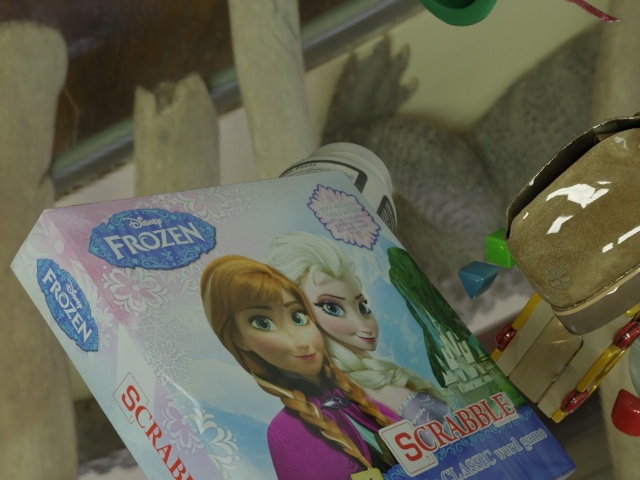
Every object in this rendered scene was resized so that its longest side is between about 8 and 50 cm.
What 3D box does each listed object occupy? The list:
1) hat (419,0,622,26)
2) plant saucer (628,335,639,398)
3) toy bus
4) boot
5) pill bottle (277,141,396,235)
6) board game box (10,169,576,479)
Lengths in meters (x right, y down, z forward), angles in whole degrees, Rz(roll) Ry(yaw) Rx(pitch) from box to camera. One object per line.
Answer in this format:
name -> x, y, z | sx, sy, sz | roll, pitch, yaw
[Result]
hat -> 0.202, -0.331, 1.336 | 0.184, 0.173, 0.208 | -24, 126, -28
plant saucer -> 0.608, 0.316, 1.967 | 0.100, 0.400, 0.400 | -43, 138, 5
toy bus -> 0.246, 0.069, 1.134 | 0.104, 0.202, 0.191 | -29, 111, -41
boot -> 0.272, -0.062, 0.923 | 0.305, 0.112, 0.115 | -39, 99, 14
pill bottle -> 0.000, 0.000, 1.568 | 0.176, 0.318, 0.176 | 7, 122, 12
board game box -> -0.008, 0.094, 0.888 | 0.319, 0.318, 0.066 | -12, 148, -50
